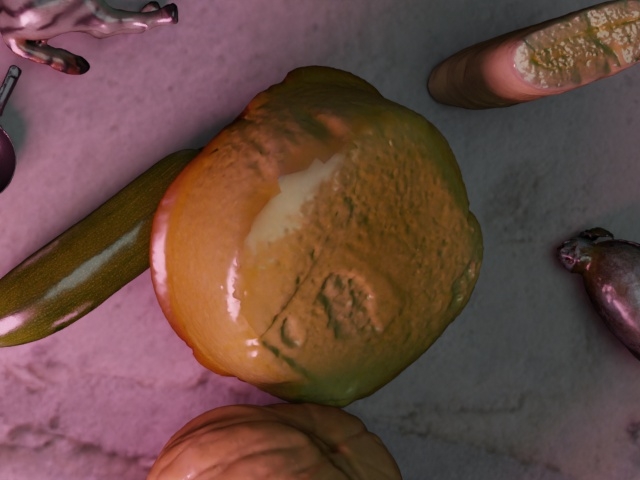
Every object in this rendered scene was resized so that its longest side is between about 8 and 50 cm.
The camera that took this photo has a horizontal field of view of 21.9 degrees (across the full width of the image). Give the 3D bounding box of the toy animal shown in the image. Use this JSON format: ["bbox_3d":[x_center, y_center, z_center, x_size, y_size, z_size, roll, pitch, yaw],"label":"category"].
[{"bbox_3d":[-0.197,-0.263,1.299,0.170,0.090,0.255,-20,95,-15],"label":"toy animal"}]

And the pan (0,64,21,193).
[{"bbox_3d":[-0.264,-0.085,1.301,0.068,0.023,0.115,27,83,-18],"label":"pan"}]

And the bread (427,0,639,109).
[{"bbox_3d":[0.184,-0.151,1.391,0.139,0.178,0.060,-21,96,-18],"label":"bread"}]

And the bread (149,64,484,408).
[{"bbox_3d":[0.000,0.000,1.322,0.270,0.148,0.270,-14,114,-34],"label":"bread"}]

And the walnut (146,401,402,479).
[{"bbox_3d":[-0.047,0.241,1.267,0.225,0.225,0.261,23,124,-19],"label":"walnut"}]

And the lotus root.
[{"bbox_3d":[0.284,0.050,1.483,0.088,0.088,0.165,-44,94,-15],"label":"lotus root"}]

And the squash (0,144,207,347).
[{"bbox_3d":[-0.165,0.003,1.315,0.258,0.069,0.069,-39,103,-16],"label":"squash"}]
